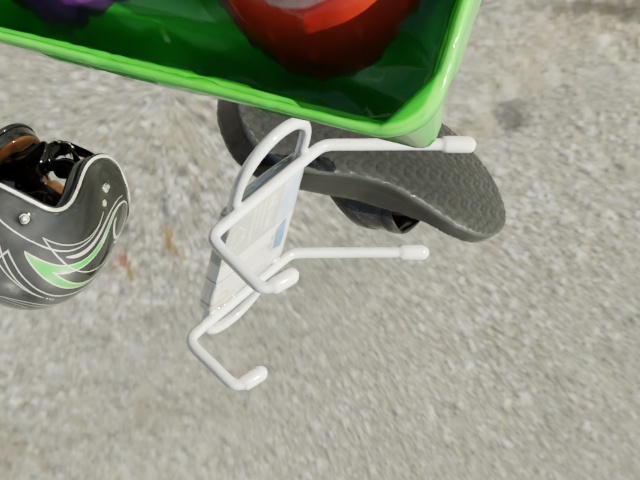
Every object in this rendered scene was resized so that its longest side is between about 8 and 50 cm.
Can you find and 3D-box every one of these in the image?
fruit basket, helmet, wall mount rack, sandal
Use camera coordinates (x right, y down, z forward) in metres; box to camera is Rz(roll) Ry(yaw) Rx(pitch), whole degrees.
[{"bbox_3d":[-0.076,-0.228,0.684,0.392,0.392,0.283,20,81,-9],"label":"fruit basket"},{"bbox_3d":[-0.270,-0.017,1.173,0.169,0.169,0.161,50,53,-10],"label":"helmet"},{"bbox_3d":[0.000,0.000,1.345,0.130,0.350,0.304,41,57,15],"label":"wall mount rack"},{"bbox_3d":[0.047,-0.092,1.544,0.445,0.107,0.168,17,53,-38],"label":"sandal"}]
